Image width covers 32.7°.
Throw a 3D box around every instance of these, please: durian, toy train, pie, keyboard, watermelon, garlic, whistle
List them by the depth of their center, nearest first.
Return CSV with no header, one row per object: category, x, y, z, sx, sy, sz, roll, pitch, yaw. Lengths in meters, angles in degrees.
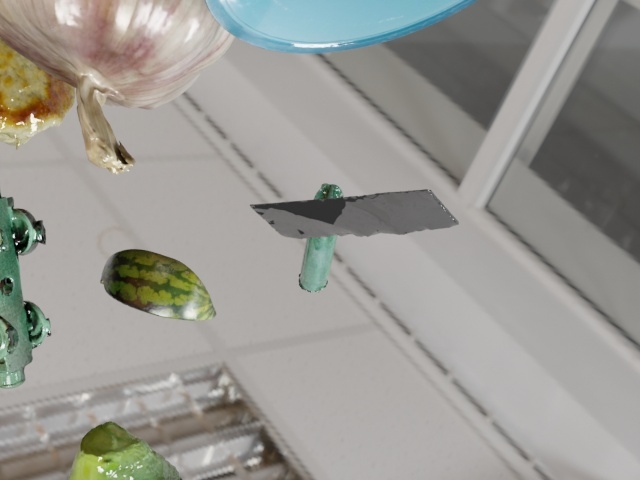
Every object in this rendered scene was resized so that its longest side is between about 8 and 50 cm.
keyboard,0.030,-0.027,1.046,0.074,0.197,0.015,47,-132,-46
garlic,-0.201,-0.179,1.049,0.245,0.245,0.253,8,-109,-26
pie,-0.352,-0.200,1.193,0.179,0.084,0.205,40,-141,-32
whistle,0.000,0.000,1.277,0.039,0.186,0.039,3,-122,-5
durian,-0.228,0.332,1.344,0.139,0.250,0.101,-27,-150,-6
toy train,-0.428,0.054,1.372,0.155,0.269,0.115,2,-164,27
watermelon,-0.222,0.067,1.419,0.163,0.087,0.069,17,-131,11

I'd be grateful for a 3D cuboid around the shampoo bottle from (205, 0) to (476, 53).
shampoo bottle,0.008,-0.393,0.939,0.331,0.331,0.342,-3,-116,-38
